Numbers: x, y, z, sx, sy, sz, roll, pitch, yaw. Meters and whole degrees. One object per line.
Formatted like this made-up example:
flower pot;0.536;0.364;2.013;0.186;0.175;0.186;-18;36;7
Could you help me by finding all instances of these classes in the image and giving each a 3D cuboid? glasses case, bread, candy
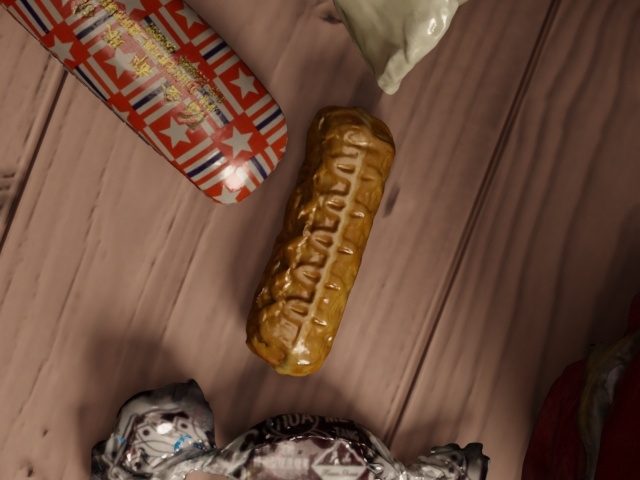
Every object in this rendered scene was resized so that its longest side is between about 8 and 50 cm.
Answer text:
glasses case;-0.097;-0.104;0.943;0.194;0.049;0.073;43;89;-6
bread;0.000;0.000;0.960;0.052;0.044;0.157;18;92;-3
candy;-0.017;0.133;0.968;0.226;0.051;0.094;7;103;-3

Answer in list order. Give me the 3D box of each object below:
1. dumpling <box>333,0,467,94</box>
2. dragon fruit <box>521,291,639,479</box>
dumpling;0.056;-0.201;0.893;0.132;0.162;0.250;11;86;-5
dragon fruit;0.260;0.146;0.844;0.329;0.329;0.329;0;94;-5
